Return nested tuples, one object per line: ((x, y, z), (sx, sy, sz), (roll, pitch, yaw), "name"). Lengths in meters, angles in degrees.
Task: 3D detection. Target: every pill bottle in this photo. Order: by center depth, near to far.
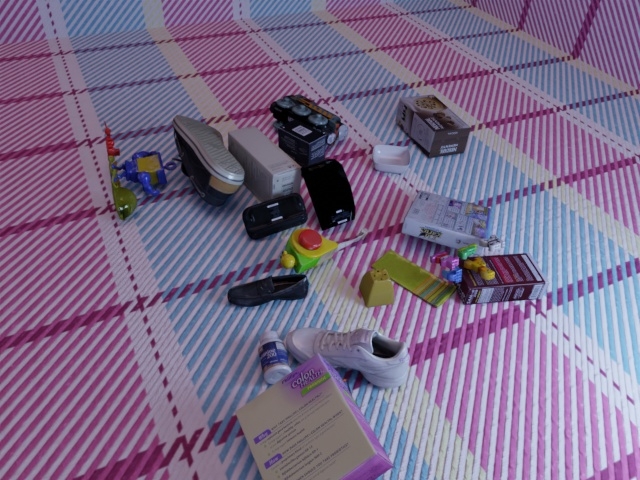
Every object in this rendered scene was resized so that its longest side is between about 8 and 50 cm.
((-0.114, 0.280, 1.274), (0.067, 0.067, 0.120), (-8, 43, -13), "pill bottle")

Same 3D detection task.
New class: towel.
((0.271, 0.106, 1.540), (0.237, 0.021, 0.102), (32, 47, 28), "towel")

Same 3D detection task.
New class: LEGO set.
((0.419, 0.066, 1.436), (0.227, 0.087, 0.093), (-17, 30, -22), "LEGO set")

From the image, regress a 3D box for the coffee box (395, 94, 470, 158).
((0.448, -0.467, 2.132), (0.168, 0.118, 0.297), (-10, 43, -17), "coffee box")

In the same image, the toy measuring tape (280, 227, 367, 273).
((0.000, 0.000, 1.572), (0.121, 0.121, 0.330), (35, 43, 30), "toy measuring tape")

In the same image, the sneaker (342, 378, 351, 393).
((0.044, 0.411, 1.144), (0.087, 0.083, 0.221), (-16, 40, 1), "sneaker")

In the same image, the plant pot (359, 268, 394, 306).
((0.160, 0.124, 1.462), (0.082, 0.083, 0.081), (-5, 42, -12), "plant pot")

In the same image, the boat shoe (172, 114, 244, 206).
((-0.410, -0.288, 1.808), (0.187, 0.156, 0.500), (12, 29, -40), "boat shoe")

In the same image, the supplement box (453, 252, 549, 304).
((0.510, 0.109, 1.518), (0.240, 0.073, 0.130), (-3, 41, -9), "supplement box")

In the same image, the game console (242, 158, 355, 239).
((-0.071, -0.116, 1.660), (0.361, 0.044, 0.213), (-19, 91, -13), "game console")

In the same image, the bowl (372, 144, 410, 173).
((0.263, -0.301, 1.977), (0.142, 0.053, 0.142), (7, 42, 2), "bowl")

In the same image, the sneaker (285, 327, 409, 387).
((0.067, 0.248, 1.264), (0.305, 0.152, 0.114), (11, 44, 10), "sneaker")

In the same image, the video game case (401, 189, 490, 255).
((0.403, -0.063, 1.670), (0.244, 0.061, 0.269), (16, 28, 14), "video game case")

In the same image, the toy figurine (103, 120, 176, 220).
((-0.584, -0.241, 1.745), (0.217, 0.191, 0.362), (-8, 44, -21), "toy figurine")

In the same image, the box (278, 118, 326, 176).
((-0.068, -0.328, 1.899), (0.156, 0.158, 0.093), (33, 49, 28), "box")

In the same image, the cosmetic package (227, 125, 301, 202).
((-0.196, -0.247, 1.798), (0.113, 0.160, 0.309), (-21, 48, -28), "cosmetic package")

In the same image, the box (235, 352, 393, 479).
((-0.017, 0.395, 1.052), (0.214, 0.117, 0.243), (-36, 50, -1), "box")

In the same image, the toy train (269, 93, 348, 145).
((-0.045, -0.480, 2.101), (0.334, 0.142, 0.190), (33, 39, 29), "toy train")

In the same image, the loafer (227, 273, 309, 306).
((-0.142, 0.128, 1.435), (0.223, 0.078, 0.076), (-6, 42, -11), "loafer")
